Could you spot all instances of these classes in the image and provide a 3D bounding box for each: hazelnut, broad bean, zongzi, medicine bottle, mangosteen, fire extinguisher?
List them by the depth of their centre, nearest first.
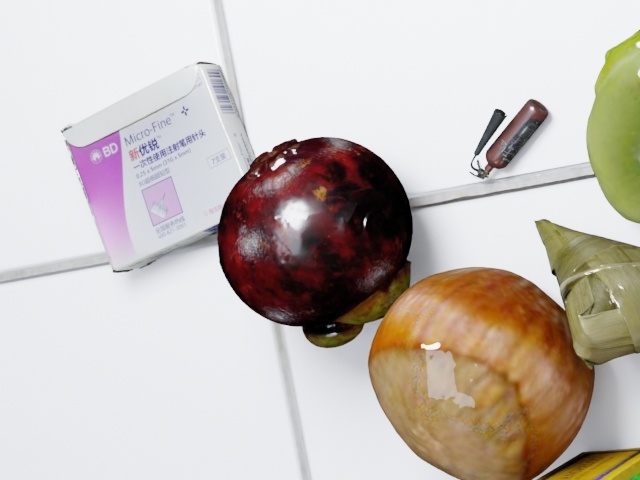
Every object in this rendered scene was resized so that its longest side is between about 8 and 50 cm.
[{"bbox_3d":[0.297,-0.100,1.496,0.124,0.082,0.174,11,101,27],"label":"broad bean"},{"bbox_3d":[0.292,0.027,1.540,0.160,0.176,0.078,-9,131,-1],"label":"zongzi"},{"bbox_3d":[0.149,0.120,1.555,0.214,0.214,0.176,64,151,8],"label":"hazelnut"},{"bbox_3d":[0.169,-0.094,1.595,0.100,0.046,0.032,-51,58,24],"label":"fire extinguisher"},{"bbox_3d":[0.000,0.000,1.624,0.210,0.210,0.209,4,99,30],"label":"mangosteen"},{"bbox_3d":[-0.164,-0.077,1.793,0.201,0.052,0.171,-23,84,29],"label":"medicine bottle"}]

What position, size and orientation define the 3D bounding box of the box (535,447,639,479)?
[{"bbox_3d":[0.261,0.353,1.511,0.084,0.193,0.301,-9,92,32],"label":"box"}]
